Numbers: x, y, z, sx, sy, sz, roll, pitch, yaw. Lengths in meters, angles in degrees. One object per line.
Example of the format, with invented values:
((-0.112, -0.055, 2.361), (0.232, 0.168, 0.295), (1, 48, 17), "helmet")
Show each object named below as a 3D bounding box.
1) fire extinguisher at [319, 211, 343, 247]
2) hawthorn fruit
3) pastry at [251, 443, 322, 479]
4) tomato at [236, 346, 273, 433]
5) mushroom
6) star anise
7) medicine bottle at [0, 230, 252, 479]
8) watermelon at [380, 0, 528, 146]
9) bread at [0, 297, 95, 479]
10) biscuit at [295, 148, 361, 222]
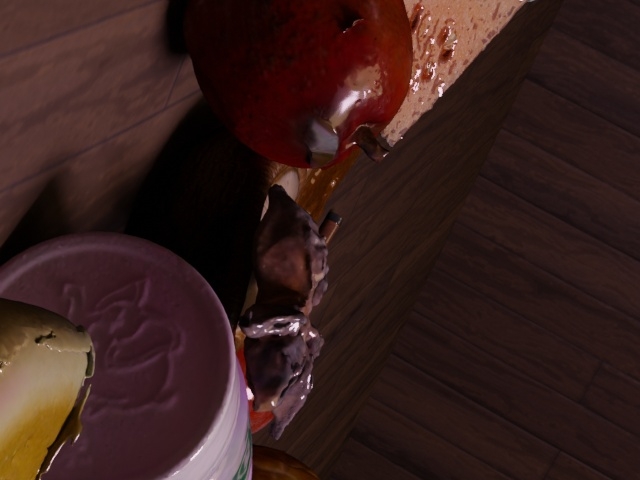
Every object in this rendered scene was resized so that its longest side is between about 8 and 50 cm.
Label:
((0.000, 0.000, 2.235), (0.028, 0.022, 0.083), (39, 79, -41), "fire extinguisher")
((-0.006, -0.145, 1.285), (0.185, 0.202, 0.185), (-29, 164, -9), "hawthorn fruit")
((-0.121, 0.376, 1.753), (0.388, 0.388, 0.313), (-48, 134, -51), "pastry")
((-0.099, 0.128, 1.746), (0.187, 0.151, 0.187), (-62, 174, -11), "tomato")
((-0.093, -0.010, 1.486), (0.194, 0.138, 0.231), (69, 37, -56), "mushroom")
((-0.026, 0.069, 1.376), (0.208, 0.063, 0.172), (-80, 167, -52), "star anise")
((-0.162, 0.143, 1.305), (0.212, 0.212, 0.325), (-57, 168, -18), "medicine bottle")
((0.098, -0.232, 1.740), (0.193, 0.140, 0.257), (27, 92, -37), "watermelon")
((-0.253, 0.113, 0.991), (0.261, 0.158, 0.156), (-48, 153, -49), "bread")
((-0.036, -0.035, 1.901), (0.301, 0.043, 0.278), (-61, 172, 7), "biscuit")
